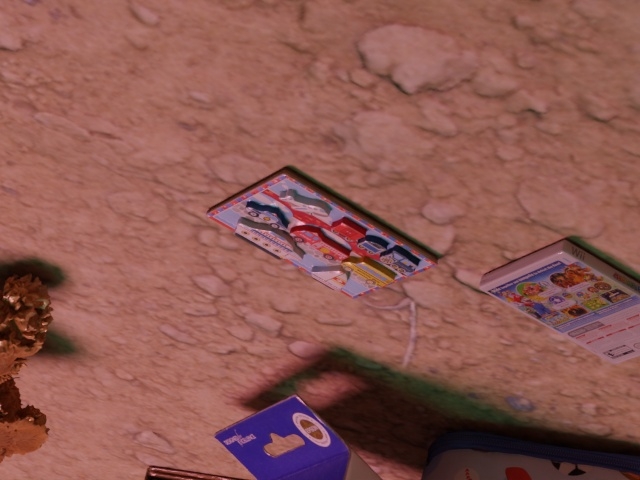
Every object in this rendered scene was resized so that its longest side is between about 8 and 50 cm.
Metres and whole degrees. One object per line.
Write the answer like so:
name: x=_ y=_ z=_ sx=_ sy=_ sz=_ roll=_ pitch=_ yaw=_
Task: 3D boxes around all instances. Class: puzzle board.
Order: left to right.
puzzle board: x=0.000 y=0.000 z=1.157 sx=0.128 sy=0.011 sz=0.096 roll=30 pitch=148 yaw=-25

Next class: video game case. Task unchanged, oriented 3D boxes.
video game case: x=0.177 y=0.042 z=1.144 sx=0.122 sy=0.011 sz=0.087 roll=29 pitch=149 yaw=-23

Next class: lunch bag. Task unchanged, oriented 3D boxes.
lunch bag: x=0.201 y=0.269 z=1.435 sx=0.243 sy=0.115 sz=0.303 roll=5 pitch=149 yaw=13

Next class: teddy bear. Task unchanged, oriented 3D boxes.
teddy bear: x=-0.331 y=0.068 z=1.316 sx=0.245 sy=0.113 sz=0.338 roll=-32 pitch=144 yaw=23

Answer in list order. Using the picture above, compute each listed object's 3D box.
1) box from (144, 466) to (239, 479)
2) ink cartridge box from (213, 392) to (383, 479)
box: x=-0.064 y=0.276 z=1.669 sx=0.164 sy=0.021 sz=0.201 roll=6 pitch=150 yaw=17
ink cartridge box: x=0.061 y=0.282 z=1.368 sx=0.371 sy=0.069 sz=0.176 roll=47 pitch=151 yaw=-5
